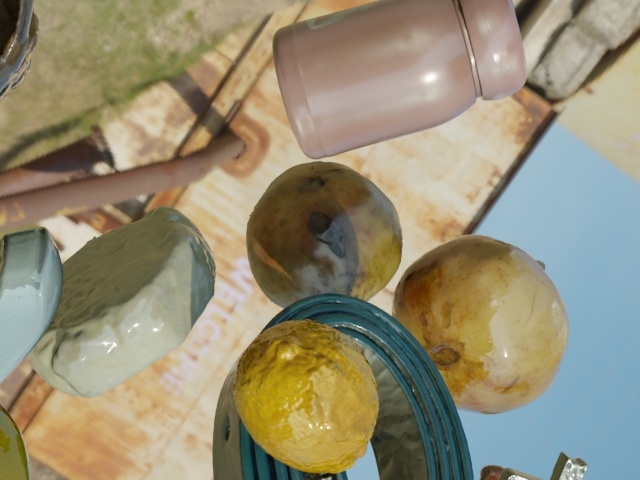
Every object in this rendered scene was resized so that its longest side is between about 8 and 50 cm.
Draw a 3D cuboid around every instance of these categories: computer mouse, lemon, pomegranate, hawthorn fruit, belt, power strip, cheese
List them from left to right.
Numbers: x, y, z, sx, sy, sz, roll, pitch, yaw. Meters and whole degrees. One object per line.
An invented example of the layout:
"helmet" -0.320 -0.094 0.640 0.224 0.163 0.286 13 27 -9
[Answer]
"computer mouse" -0.355 0.089 1.061 0.231 0.079 0.128 -60 -152 24
"cheese" -0.301 0.084 1.377 0.318 0.115 0.326 -4 -142 41
"lemon" -0.010 0.160 0.925 0.142 0.187 0.142 -19 -147 12
"pomegranate" 0.000 0.000 1.602 0.281 0.281 0.281 -56 -175 7
"belt" 0.028 0.288 1.155 0.173 0.300 0.436 133 -49 -60
"pomegranate" 0.303 0.142 1.691 0.338 0.338 0.338 -56 -175 7
"hawthorn fruit" 0.380 0.505 1.914 0.103 0.066 0.066 0 -135 36
"power strip" 0.415 0.445 1.593 0.061 0.216 0.145 -140 -110 -81

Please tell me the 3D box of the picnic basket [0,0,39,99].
"picnic basket" -0.529 -0.339 1.247 0.337 0.293 0.337 -61 -177 6

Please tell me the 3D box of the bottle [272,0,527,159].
"bottle" 0.099 -0.231 1.135 0.173 0.297 0.206 58 20 -61

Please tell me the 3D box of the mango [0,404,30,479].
"mango" -0.289 0.142 0.624 0.086 0.191 0.122 -22 -112 38
